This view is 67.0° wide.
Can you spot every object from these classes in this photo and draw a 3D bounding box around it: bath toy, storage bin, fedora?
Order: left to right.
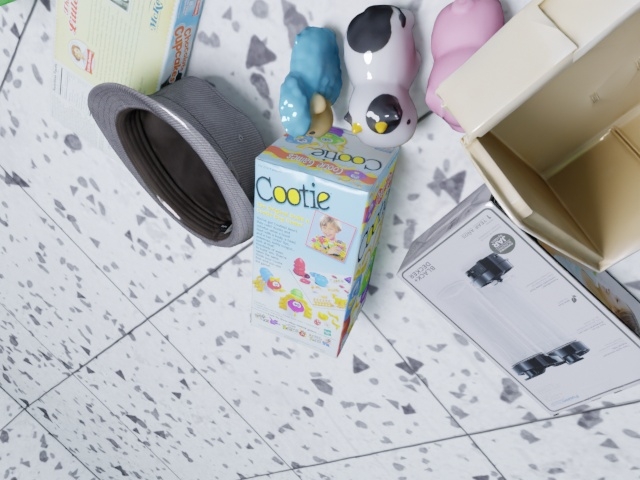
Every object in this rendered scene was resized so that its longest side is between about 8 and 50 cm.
[{"bbox_3d":[-0.166,-0.122,0.666,0.243,0.124,0.275,-1,131,49],"label":"fedora"},{"bbox_3d":[0.129,-0.174,0.494,0.348,0.129,0.152,-1,120,28],"label":"bath toy"},{"bbox_3d":[0.259,-0.112,0.346,0.262,0.260,0.123,-40,58,28],"label":"storage bin"}]

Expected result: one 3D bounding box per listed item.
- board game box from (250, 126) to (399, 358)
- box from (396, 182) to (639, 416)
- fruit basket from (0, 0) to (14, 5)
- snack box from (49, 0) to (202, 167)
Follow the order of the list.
[{"bbox_3d":[0.000,0.000,0.667,0.144,0.142,0.275,19,128,14],"label":"board game box"},{"bbox_3d":[0.263,0.076,0.616,0.290,0.087,0.169,41,130,-2],"label":"box"},{"bbox_3d":[-0.427,-0.457,0.461,0.392,0.283,0.392,46,157,26],"label":"fruit basket"},{"bbox_3d":[-0.289,-0.267,0.694,0.187,0.060,0.322,34,130,3],"label":"snack box"}]
